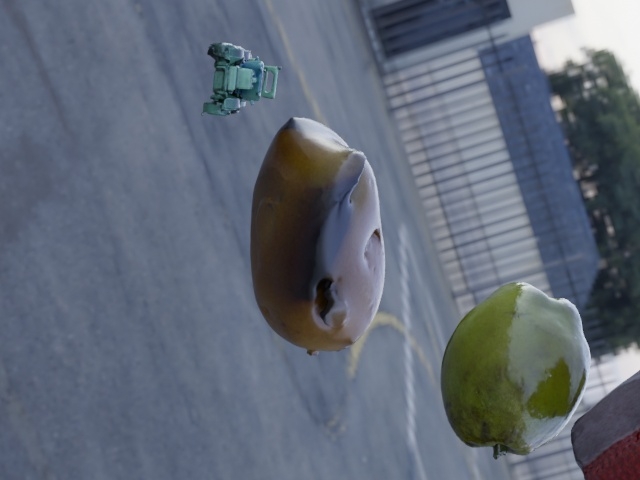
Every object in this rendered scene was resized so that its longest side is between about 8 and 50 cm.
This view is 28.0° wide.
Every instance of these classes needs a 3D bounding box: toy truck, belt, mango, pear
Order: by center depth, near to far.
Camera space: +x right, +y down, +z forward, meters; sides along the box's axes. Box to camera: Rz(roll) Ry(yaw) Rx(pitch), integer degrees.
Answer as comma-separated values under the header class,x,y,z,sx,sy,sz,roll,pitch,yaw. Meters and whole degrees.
class,x,y,z,sx,sy,sz,roll,pitch,yaw
belt,0.248,0.144,0.829,0.128,0.124,0.201,48,12,-4
pear,0.143,0.097,0.944,0.107,0.107,0.131,42,64,-73
toy truck,-0.086,-0.176,1.424,0.154,0.078,0.080,-81,176,-83
mango,0.000,0.000,1.507,0.201,0.152,0.287,-38,135,-55
